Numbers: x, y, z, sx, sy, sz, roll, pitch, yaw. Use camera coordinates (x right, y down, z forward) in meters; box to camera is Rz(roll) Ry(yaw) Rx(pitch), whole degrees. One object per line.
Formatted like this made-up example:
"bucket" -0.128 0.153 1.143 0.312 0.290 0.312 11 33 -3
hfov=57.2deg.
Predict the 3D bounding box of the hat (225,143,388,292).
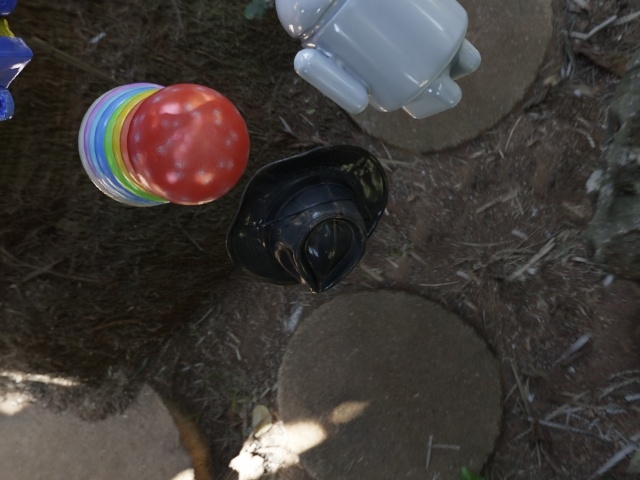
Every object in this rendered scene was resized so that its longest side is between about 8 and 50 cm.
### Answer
"hat" 0.000 0.000 1.027 0.331 0.331 0.134 -38 51 12

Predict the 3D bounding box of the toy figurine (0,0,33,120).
"toy figurine" -0.351 -0.245 0.648 0.363 0.191 0.217 -26 83 33

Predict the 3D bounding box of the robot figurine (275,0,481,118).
"robot figurine" 0.077 -0.335 0.884 0.353 0.200 0.299 37 70 -20

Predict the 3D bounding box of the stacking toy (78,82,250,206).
"stacking toy" -0.149 -0.091 0.546 0.141 0.330 0.141 -3 98 -22
